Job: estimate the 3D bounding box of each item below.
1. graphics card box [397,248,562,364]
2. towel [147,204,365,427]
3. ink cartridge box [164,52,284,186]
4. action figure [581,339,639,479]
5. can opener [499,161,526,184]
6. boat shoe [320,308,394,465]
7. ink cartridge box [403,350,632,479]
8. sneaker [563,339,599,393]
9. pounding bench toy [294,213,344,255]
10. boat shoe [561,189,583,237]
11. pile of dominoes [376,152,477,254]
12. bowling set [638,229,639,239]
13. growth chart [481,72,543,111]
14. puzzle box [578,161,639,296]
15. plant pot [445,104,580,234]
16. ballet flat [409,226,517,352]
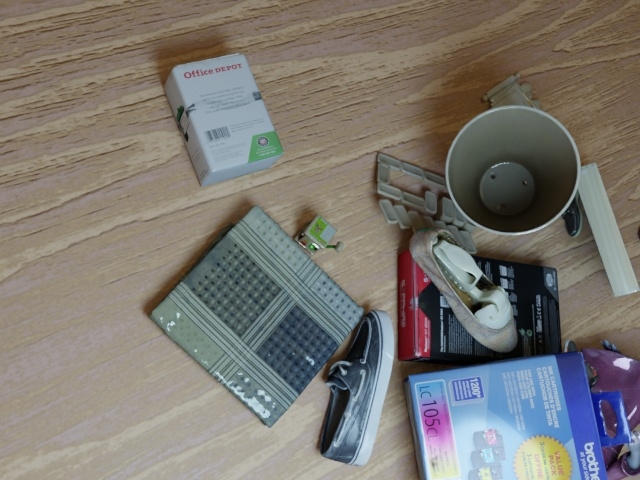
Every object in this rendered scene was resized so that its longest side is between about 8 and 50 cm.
[{"bbox_3d":[0.341,0.153,1.530,0.370,0.094,0.233,7,72,-21],"label":"graphics card box"},{"bbox_3d":[-0.115,0.137,1.364,0.324,0.056,0.312,46,66,-8],"label":"towel"},{"bbox_3d":[-0.192,-0.238,1.403,0.160,0.092,0.220,-18,83,-27],"label":"ink cartridge box"},{"bbox_3d":[0.592,0.416,1.545,0.370,0.248,0.276,-57,137,-15],"label":"action figure"},{"bbox_3d":[0.472,-0.121,1.687,0.059,0.073,0.186,-30,98,-36],"label":"can opener"},{"bbox_3d":[0.062,0.271,1.371,0.102,0.108,0.302,18,76,-20],"label":"boat shoe"},{"bbox_3d":[0.377,0.364,1.372,0.395,0.151,0.270,-8,78,-1],"label":"ink cartridge box"},{"bbox_3d":[0.547,0.278,1.497,0.064,0.061,0.158,-7,48,14],"label":"sneaker"},{"bbox_3d":[0.000,0.000,1.437,0.083,0.065,0.052,40,63,-9],"label":"pounding bench toy"},{"bbox_3d":[0.600,-0.079,1.736,0.049,0.056,0.152,11,62,-16],"label":"boat shoe"},{"bbox_3d":[0.226,-0.071,1.564,0.251,0.040,0.196,19,50,-15],"label":"pile of dominoes"},{"bbox_3d":[0.925,-0.044,1.810,0.199,0.154,0.287,-34,90,-28],"label":"bowling set"},{"bbox_3d":[0.498,-0.293,1.766,0.171,0.021,0.237,-26,87,-28],"label":"growth chart"},{"bbox_3d":[0.640,-0.015,1.592,0.409,0.052,0.272,6,66,-66],"label":"puzzle box"},{"bbox_3d":[0.401,-0.129,1.525,0.256,0.274,0.257,-1,86,12],"label":"plant pot"},{"bbox_3d":[0.300,0.099,1.415,0.316,0.106,0.107,46,62,-6],"label":"ballet flat"}]
